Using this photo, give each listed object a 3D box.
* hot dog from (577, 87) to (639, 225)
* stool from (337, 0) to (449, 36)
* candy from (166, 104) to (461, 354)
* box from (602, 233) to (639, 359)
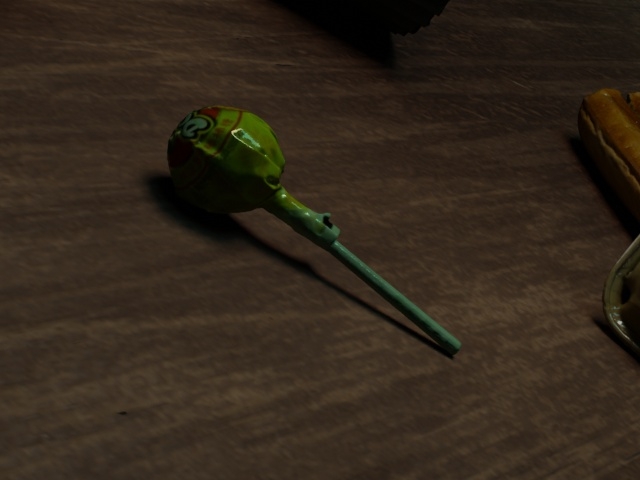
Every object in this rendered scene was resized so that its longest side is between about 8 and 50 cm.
[{"bbox_3d":[0.266,-0.044,1.484,0.100,0.068,0.249,-1,30,-13],"label":"hot dog"},{"bbox_3d":[-0.022,-0.348,1.445,0.330,0.297,0.297,23,23,-16],"label":"stool"},{"bbox_3d":[0.000,0.000,1.035,0.194,0.058,0.062,40,-13,-13],"label":"candy"},{"bbox_3d":[0.264,0.057,1.217,0.177,0.111,0.111,40,21,16],"label":"box"}]
